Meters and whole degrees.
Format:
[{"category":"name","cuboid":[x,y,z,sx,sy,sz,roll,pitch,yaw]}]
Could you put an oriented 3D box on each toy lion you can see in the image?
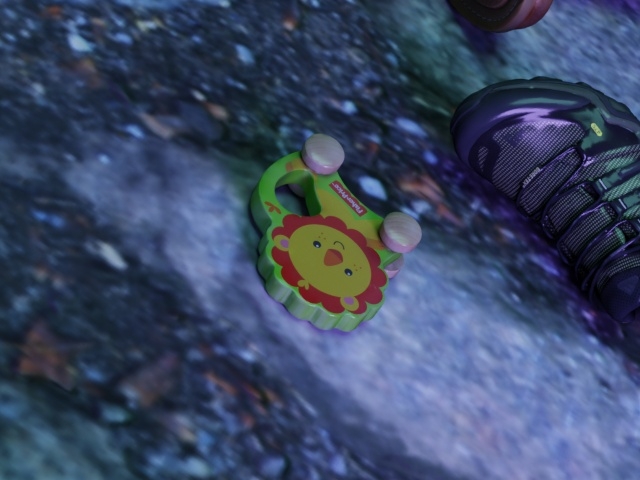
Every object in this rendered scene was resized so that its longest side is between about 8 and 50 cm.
[{"category":"toy lion","cuboid":[0.000,0.000,0.899,0.100,0.034,0.096,46,46,12]}]

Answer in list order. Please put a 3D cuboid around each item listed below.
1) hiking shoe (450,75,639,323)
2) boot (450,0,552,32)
[{"category":"hiking shoe","cuboid":[0.177,-0.012,1.000,0.226,0.086,0.114,29,35,-12]},{"category":"boot","cuboid":[0.188,-0.220,1.227,0.220,0.109,0.283,22,33,-25]}]
